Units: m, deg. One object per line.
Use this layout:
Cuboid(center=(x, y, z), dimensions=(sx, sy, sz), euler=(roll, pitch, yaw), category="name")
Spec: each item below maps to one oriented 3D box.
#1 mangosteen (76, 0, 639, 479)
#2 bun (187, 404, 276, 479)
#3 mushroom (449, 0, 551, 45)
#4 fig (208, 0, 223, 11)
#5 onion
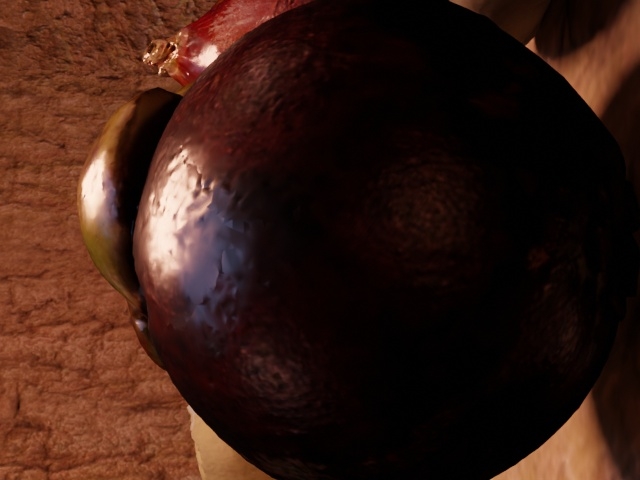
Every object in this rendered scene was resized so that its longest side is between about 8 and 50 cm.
Cuboid(center=(0.000, 0.000, 0.454), dimensions=(0.194, 0.230, 0.194), euler=(-12, -76, -60), category="mangosteen")
Cuboid(center=(-0.045, 0.134, 1.195), dimensions=(0.287, 0.146, 0.287), euler=(0, -90, -82), category="bun")
Cuboid(center=(0.072, -0.131, 0.468), dimensions=(0.223, 0.081, 0.092), euler=(117, 175, -79), category="mushroom")
Cuboid(center=(-0.043, -0.160, 1.121), dimensions=(0.148, 0.149, 0.202), euler=(-40, -11, -36), category="fig")
Cuboid(center=(-0.039, -0.132, 0.938), dimensions=(0.159, 0.195, 0.159), euler=(-176, 90, -73), category="onion")
